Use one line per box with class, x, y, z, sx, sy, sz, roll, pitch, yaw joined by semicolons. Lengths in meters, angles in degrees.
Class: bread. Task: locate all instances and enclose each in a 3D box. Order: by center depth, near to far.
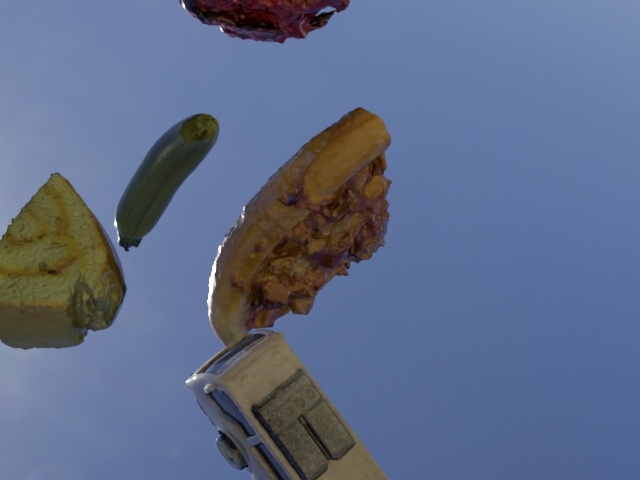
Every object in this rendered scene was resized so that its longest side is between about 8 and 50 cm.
bread;-0.221;0.024;0.745;0.110;0.103;0.156;15;-128;4

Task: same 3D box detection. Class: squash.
squash;-0.225;-0.087;1.197;0.069;0.258;0.069;31;-151;-20

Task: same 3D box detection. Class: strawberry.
strawberry;-0.080;-0.369;1.045;0.274;0.274;0.220;43;-136;5

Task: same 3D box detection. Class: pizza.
pizza;0.000;0.000;0.911;0.226;0.335;0.086;-1;-135;-45

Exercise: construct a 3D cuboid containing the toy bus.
toy bus;0.004;0.247;0.838;0.097;0.138;0.342;-35;-91;-25
